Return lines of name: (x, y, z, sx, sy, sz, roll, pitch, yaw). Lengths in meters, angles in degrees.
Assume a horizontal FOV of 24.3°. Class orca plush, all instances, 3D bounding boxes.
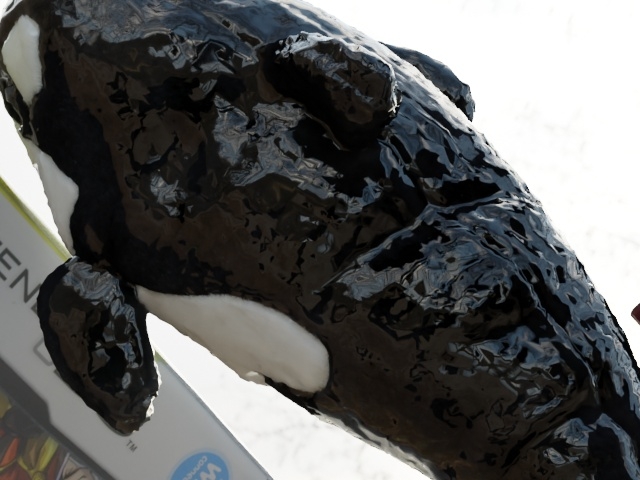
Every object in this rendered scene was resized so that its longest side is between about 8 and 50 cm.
orca plush: (0.000, 0.000, 0.392, 0.287, 0.151, 0.102, 60, -13, 28)

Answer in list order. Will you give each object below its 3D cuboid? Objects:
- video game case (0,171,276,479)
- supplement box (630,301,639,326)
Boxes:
video game case: (-0.171, 0.102, 0.451, 0.035, 0.275, 0.248, 24, -23, 53)
supplement box: (0.290, 0.003, 0.744, 0.130, 0.239, 0.073, 50, 16, 16)
